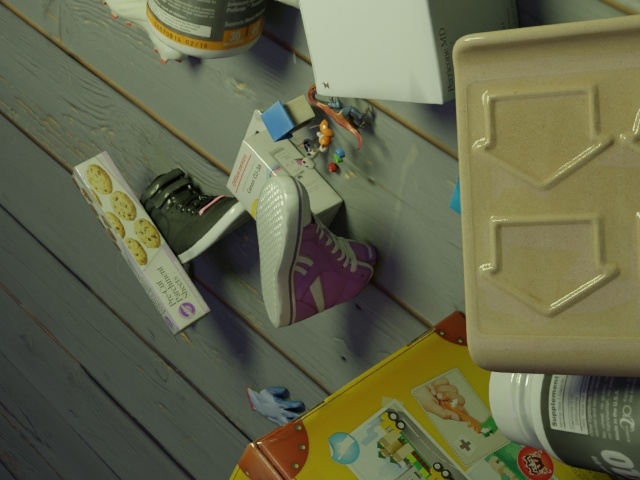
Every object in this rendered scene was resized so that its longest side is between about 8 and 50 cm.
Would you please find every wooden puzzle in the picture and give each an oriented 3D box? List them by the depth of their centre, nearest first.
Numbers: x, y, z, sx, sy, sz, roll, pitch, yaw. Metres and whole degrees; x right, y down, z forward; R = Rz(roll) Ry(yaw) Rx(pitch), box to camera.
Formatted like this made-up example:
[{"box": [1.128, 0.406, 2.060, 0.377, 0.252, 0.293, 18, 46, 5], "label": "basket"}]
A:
[{"box": [0.296, -0.039, 1.063, 0.322, 0.080, 0.347, -1, 98, 28], "label": "wooden puzzle"}]

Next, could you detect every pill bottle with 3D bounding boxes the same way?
[{"box": [0.334, 0.177, 1.198, 0.283, 0.161, 0.161, -1, 112, 52], "label": "pill bottle"}, {"box": [-0.134, -0.385, 1.400, 0.162, 0.162, 0.278, 43, 142, 24], "label": "pill bottle"}]

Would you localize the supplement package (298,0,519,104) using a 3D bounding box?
[{"box": [0.086, -0.298, 1.199, 0.204, 0.145, 0.261, 13, 124, 47], "label": "supplement package"}]

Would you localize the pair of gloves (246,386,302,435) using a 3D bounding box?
[{"box": [-0.063, 0.342, 1.937, 0.159, 0.023, 0.198, 6, 117, 52], "label": "pair of gloves"}]

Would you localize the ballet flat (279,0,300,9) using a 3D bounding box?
[{"box": [-0.043, -0.349, 1.299, 0.096, 0.095, 0.280, -15, 131, 24], "label": "ballet flat"}]

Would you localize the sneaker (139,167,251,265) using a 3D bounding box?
[{"box": [-0.211, -0.054, 1.775, 0.146, 0.105, 0.296, 58, 150, -3], "label": "sneaker"}]

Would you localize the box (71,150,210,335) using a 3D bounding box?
[{"box": [-0.298, 0.004, 1.815, 0.324, 0.067, 0.063, 57, 158, 3], "label": "box"}]

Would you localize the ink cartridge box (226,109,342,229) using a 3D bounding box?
[{"box": [-0.068, -0.083, 1.608, 0.198, 0.067, 0.115, 49, 143, 17], "label": "ink cartridge box"}]

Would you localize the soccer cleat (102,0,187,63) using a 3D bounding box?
[{"box": [-0.261, -0.351, 1.679, 0.196, 0.068, 0.076, 44, 127, 21], "label": "soccer cleat"}]

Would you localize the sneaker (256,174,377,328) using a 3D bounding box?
[{"box": [0.000, -0.001, 1.501, 0.282, 0.161, 0.102, 93, 158, -53], "label": "sneaker"}]

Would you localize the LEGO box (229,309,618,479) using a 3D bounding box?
[{"box": [0.182, 0.387, 1.353, 0.500, 0.373, 0.193, 48, 144, 19], "label": "LEGO box"}]

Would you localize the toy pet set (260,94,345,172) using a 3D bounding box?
[{"box": [-0.027, -0.137, 1.483, 0.114, 0.065, 0.122, 61, 172, 5], "label": "toy pet set"}]

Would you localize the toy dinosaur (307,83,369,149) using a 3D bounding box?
[{"box": [0.021, -0.172, 1.432, 0.082, 0.090, 0.047, 11, 142, -4], "label": "toy dinosaur"}]

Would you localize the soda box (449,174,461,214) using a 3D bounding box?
[{"box": [0.212, -0.115, 1.206, 0.067, 0.071, 0.210, 37, 130, 31], "label": "soda box"}]

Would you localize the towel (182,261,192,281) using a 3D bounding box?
[{"box": [-0.274, 0.076, 2.014, 0.110, 0.027, 0.148, 33, 137, 35], "label": "towel"}]
